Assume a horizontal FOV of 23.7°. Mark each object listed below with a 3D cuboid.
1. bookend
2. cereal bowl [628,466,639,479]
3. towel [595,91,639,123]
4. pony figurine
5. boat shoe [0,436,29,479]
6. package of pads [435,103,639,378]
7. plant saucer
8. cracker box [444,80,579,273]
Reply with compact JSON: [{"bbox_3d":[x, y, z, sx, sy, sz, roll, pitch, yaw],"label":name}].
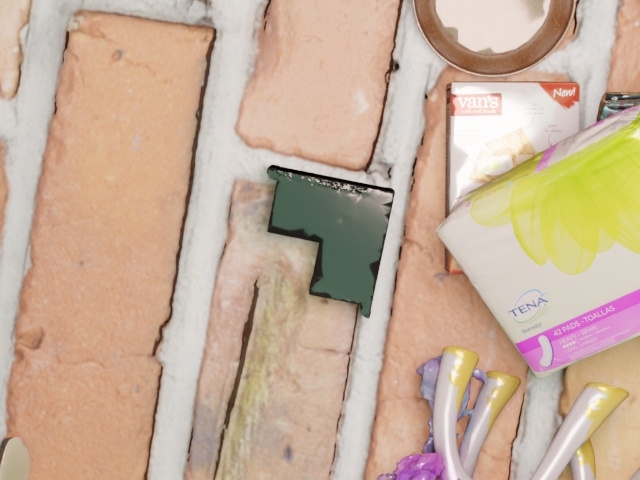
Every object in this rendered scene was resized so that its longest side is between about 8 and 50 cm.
[{"bbox_3d":[0.000,0.000,1.854,0.156,0.072,0.157,11,96,1],"label":"bookend"},{"bbox_3d":[0.515,0.390,1.804,0.339,0.141,0.339,1,84,-11],"label":"cereal bowl"},{"bbox_3d":[0.495,-0.077,1.771,0.370,0.271,0.040,-1,53,1],"label":"towel"},{"bbox_3d":[0.170,0.321,1.796,0.351,0.303,0.363,14,76,2],"label":"pony figurine"},{"bbox_3d":[-0.395,0.311,1.901,0.043,0.049,0.137,8,96,39],"label":"boat shoe"},{"bbox_3d":[0.300,0.000,1.697,0.296,0.101,0.229,-30,98,36],"label":"package of pads"},{"bbox_3d":[0.209,-0.296,1.844,0.199,0.036,0.198,0,94,1],"label":"plant saucer"},{"bbox_3d":[0.230,-0.076,1.839,0.156,0.067,0.232,0,93,-1],"label":"cracker box"}]
